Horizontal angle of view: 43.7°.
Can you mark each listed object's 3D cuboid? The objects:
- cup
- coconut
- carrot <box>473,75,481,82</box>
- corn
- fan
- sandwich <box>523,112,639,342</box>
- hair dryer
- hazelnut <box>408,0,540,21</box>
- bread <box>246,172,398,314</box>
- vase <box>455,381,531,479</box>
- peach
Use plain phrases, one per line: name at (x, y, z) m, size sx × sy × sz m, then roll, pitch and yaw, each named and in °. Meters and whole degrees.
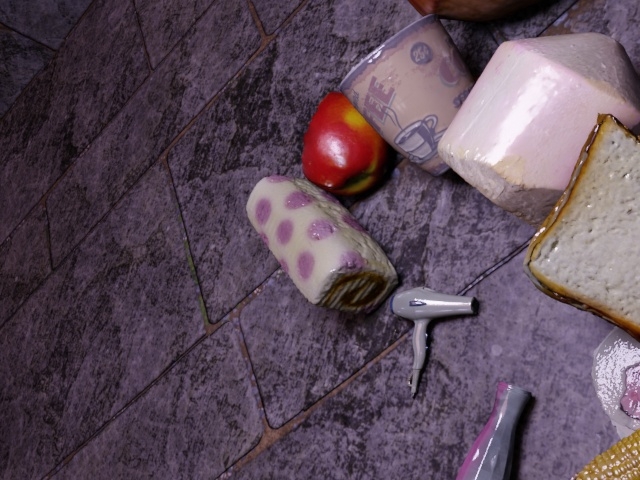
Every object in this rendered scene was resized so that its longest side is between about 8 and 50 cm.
cup at (0.195, -0.256, 1.547) m, size 0.227 × 0.301 × 0.257 m, roll -34°, pitch 91°, yaw 3°
coconut at (0.380, -0.191, 1.297) m, size 0.309 × 0.298 × 0.297 m, roll -54°, pitch 44°, yaw 15°
carrot at (0.270, -0.324, 1.630) m, size 0.248 × 0.043 × 0.043 m, roll 15°, pitch 83°, yaw 44°
corn at (0.485, 0.295, 1.101) m, size 0.305 × 0.106 × 0.106 m, roll -43°, pitch 47°, yaw 17°
fan at (0.465, 0.265, 1.195) m, size 0.182 × 0.010 × 0.310 m, roll 19°, pitch 85°, yaw 46°
sandwich at (0.467, 0.003, 1.127) m, size 0.301 × 0.099 × 0.271 m, roll 28°, pitch 111°, yaw 7°
hair dryer at (0.215, 0.175, 1.458) m, size 0.167 × 0.067 × 0.199 m, roll -19°, pitch 70°, yaw 32°
hazelnut at (0.296, -0.616, 1.485) m, size 0.353 × 0.420 × 0.421 m, roll -31°, pitch 33°, yaw -30°
bread at (0.000, 0.000, 1.639) m, size 0.155 × 0.187 × 0.338 m, roll -57°, pitch 43°, yaw 19°
vase at (0.282, 0.338, 1.294) m, size 0.086 × 0.086 × 0.214 m, roll 12°, pitch 76°, yaw 46°
peach at (0.043, -0.209, 1.688) m, size 0.196 × 0.190 × 0.226 m, roll -39°, pitch 55°, yaw 30°
